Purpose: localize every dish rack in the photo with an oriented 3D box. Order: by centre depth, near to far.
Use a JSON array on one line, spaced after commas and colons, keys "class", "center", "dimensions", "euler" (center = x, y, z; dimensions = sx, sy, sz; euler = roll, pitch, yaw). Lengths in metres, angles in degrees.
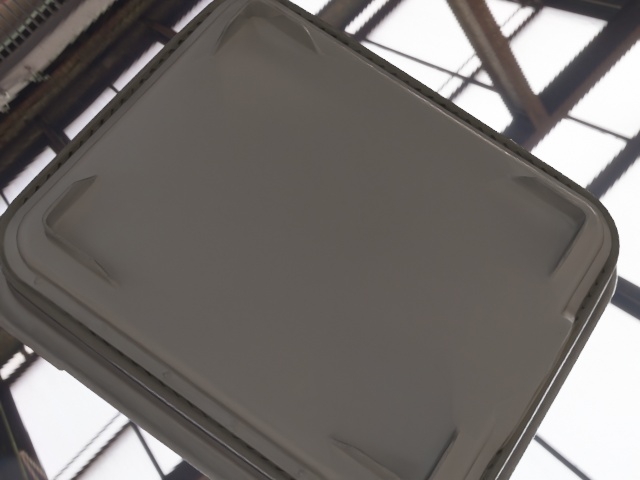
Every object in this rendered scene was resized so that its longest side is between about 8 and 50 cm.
[{"class": "dish rack", "center": [0.000, 0.000, 0.506], "dimensions": [0.285, 0.333, 0.072], "euler": [-52, -8, -24]}]
